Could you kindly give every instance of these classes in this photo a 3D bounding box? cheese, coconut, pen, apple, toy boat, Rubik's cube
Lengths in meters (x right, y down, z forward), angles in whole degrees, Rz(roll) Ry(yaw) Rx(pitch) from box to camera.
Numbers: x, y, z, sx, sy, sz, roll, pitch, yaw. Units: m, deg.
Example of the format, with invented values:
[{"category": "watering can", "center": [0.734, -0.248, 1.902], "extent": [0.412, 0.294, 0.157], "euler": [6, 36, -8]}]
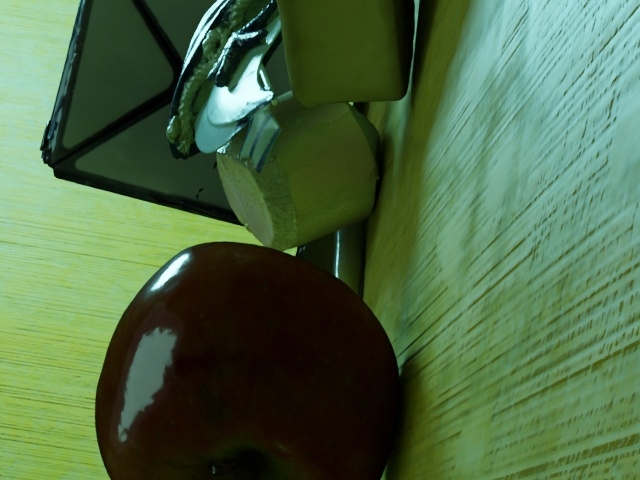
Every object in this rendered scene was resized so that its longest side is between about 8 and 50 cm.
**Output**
[{"category": "cheese", "center": [0.011, -0.348, 1.541], "extent": [0.384, 0.104, 0.384], "euler": [-3, -90, -78]}, {"category": "coconut", "center": [-0.011, -0.074, 1.759], "extent": [0.147, 0.152, 0.147], "euler": [54, 160, 31]}, {"category": "pen", "center": [0.032, -0.010, 1.812], "extent": [0.040, 0.032, 0.233], "euler": [-50, 23, 33]}, {"category": "apple", "center": [-0.053, 0.110, 1.321], "extent": [0.230, 0.230, 0.230], "euler": [-171, 90, -86]}, {"category": "toy boat", "center": [-0.062, -0.167, 1.661], "extent": [0.210, 0.070, 0.291], "euler": [-67, 20, -4]}, {"category": "Rubik's cube", "center": [-0.131, -0.190, 2.165], "extent": [0.307, 0.305, 0.310], "euler": [-32, -46, -80]}]

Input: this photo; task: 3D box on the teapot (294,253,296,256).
[{"category": "teapot", "center": [-0.003, 0.002, 2.230], "extent": [0.111, 0.042, 0.043], "euler": [111, 168, -53]}]

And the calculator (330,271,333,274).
[{"category": "calculator", "center": [-0.007, 0.179, 1.840], "extent": [0.185, 0.041, 0.299], "euler": [120, 160, -80]}]

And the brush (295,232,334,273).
[{"category": "brush", "center": [0.000, 0.000, 2.010], "extent": [0.123, 0.059, 0.197], "euler": [-83, 4, -64]}]
